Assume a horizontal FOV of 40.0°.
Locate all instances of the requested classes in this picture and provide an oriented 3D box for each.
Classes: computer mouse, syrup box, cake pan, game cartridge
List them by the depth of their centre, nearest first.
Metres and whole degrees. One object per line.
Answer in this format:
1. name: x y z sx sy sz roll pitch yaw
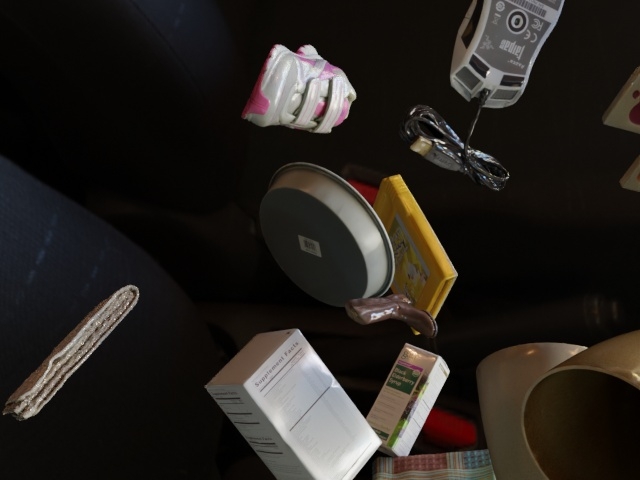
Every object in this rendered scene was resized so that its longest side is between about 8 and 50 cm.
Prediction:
1. computer mouse: 0.139 -0.145 0.710 0.106 0.042 0.193 21 97 -18
2. cake pan: 0.000 0.000 1.571 0.293 0.293 0.054 33 53 23
3. syrup box: 0.189 0.360 1.968 0.093 0.096 0.237 18 68 33
4. game cartridge: 0.212 0.033 2.188 0.052 0.285 0.324 -17 61 -20

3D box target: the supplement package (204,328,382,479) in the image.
1. supplement package: -0.043 0.279 1.412 0.139 0.134 0.244 -43 105 -32

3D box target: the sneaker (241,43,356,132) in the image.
1. sneaker: -0.017 -0.198 1.182 0.111 0.103 0.252 32 27 9

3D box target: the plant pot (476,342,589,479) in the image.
1. plant pot: 0.390 0.354 1.489 0.256 0.256 0.274 3 57 7

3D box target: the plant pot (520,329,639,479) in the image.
1. plant pot: 0.446 0.225 1.236 0.237 0.237 0.254 35 41 24

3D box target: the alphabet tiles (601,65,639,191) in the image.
1. alphabet tiles: 0.422 -0.127 0.733 0.342 0.285 0.011 11 42 -18

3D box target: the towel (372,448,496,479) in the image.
1. towel: 0.238 0.541 1.742 0.271 0.040 0.370 -5 24 4

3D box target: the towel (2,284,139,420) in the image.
1. towel: -0.434 0.194 1.523 0.049 0.187 0.282 45 63 -11

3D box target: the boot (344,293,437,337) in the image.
1. boot: 0.103 0.116 1.305 0.114 0.037 0.106 -1 27 -38
